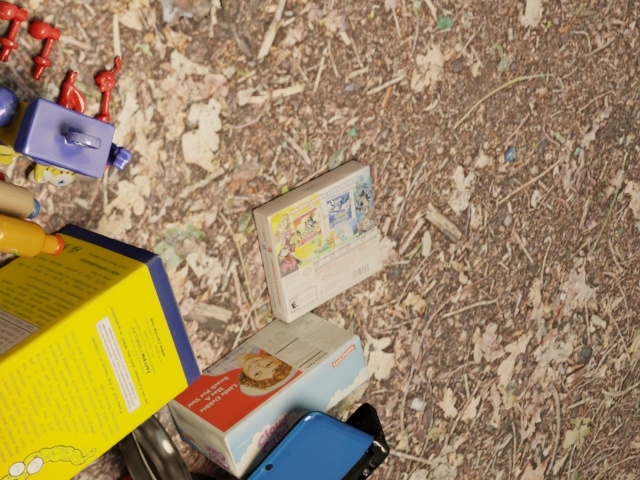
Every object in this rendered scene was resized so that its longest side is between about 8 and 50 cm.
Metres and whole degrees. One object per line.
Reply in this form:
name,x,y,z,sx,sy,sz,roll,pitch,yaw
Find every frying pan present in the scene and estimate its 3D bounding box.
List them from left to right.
frying pan,-0.219,0.319,1.691,0.053,0.326,0.197,-30,84,1

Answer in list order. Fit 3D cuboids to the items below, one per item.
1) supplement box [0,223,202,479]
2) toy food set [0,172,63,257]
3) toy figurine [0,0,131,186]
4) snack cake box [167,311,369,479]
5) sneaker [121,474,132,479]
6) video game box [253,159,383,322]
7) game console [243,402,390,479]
supplement box,-0.353,0.163,1.406,0.356,0.194,0.195,-37,127,-33
toy food set,-0.402,-0.029,1.310,0.104,0.232,0.111,20,70,-58
toy figurine,-0.326,-0.159,1.312,0.362,0.217,0.191,22,91,-46
snack cake box,-0.075,0.220,1.737,0.264,0.152,0.089,-35,127,-28
sneaker,-0.281,0.448,1.711,0.221,0.087,0.128,-61,151,-5
video game box,0.000,0.000,1.794,0.205,0.048,0.187,-28,125,-32
game console,-0.055,0.355,1.761,0.173,0.250,0.293,40,98,-14
